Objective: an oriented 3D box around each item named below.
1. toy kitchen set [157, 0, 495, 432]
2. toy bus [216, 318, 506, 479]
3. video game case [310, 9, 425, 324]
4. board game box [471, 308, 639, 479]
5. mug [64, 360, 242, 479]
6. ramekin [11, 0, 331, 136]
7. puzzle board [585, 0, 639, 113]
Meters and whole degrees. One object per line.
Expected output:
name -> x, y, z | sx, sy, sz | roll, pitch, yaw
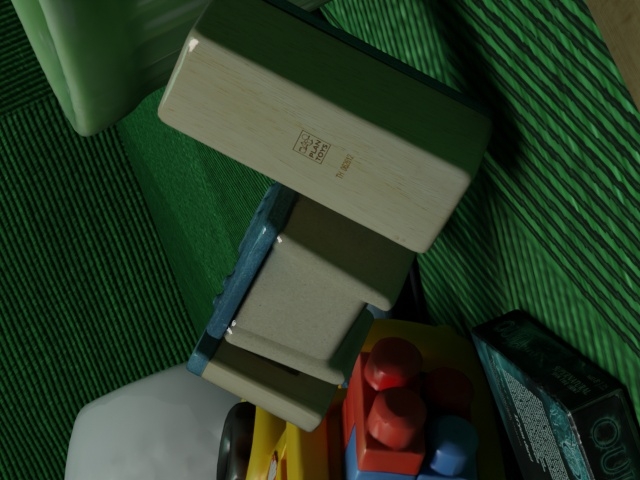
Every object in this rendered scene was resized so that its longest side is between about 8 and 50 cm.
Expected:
toy kitchen set -> -0.005, -0.042, 0.844 | 0.207, 0.122, 0.166 | -60, 3, 46
toy bus -> 0.029, 0.113, 0.978 | 0.220, 0.149, 0.211 | -93, 11, -46
video game case -> 0.008, -0.036, 1.113 | 0.274, 0.026, 0.196 | 75, 169, -51
board game box -> 0.122, 0.130, 0.811 | 0.126, 0.026, 0.186 | -138, 26, -71
mug -> -0.020, 0.231, 1.252 | 0.328, 0.276, 0.374 | 70, 159, 8
ramekin -> -0.095, -0.212, 0.834 | 0.303, 0.148, 0.303 | 157, 90, -82
puzzle board -> 0.076, -0.099, 0.515 | 0.096, 0.011, 0.128 | 103, 144, -79
